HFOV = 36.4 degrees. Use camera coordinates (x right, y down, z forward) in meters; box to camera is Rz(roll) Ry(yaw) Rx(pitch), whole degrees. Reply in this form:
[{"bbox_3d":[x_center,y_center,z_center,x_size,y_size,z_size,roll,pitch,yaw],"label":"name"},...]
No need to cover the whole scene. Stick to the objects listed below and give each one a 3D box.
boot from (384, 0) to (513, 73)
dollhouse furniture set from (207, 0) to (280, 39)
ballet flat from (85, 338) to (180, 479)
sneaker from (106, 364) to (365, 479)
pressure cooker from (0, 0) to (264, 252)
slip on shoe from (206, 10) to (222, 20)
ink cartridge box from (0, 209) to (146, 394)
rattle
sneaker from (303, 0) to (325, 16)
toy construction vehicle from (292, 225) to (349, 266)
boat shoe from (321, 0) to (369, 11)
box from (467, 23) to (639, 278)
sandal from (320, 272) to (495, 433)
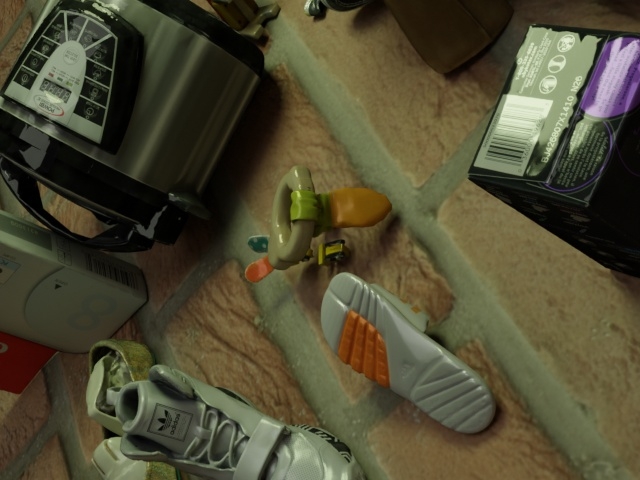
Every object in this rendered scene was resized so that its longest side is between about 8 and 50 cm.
[{"bbox_3d":[0.164,-0.371,1.227,0.236,0.269,0.089,-33,40,21],"label":"boot"},{"bbox_3d":[-0.198,-0.541,1.633,0.152,0.374,0.201,15,64,46],"label":"dollhouse furniture set"},{"bbox_3d":[-0.296,0.293,1.473,0.123,0.123,0.349,-40,46,25],"label":"ballet flat"},{"bbox_3d":[-0.122,0.264,1.233,0.365,0.210,0.137,17,83,49],"label":"sneaker"},{"bbox_3d":[-0.324,-0.195,1.574,0.420,0.375,0.370,-62,26,2],"label":"pressure cooker"},{"bbox_3d":[-0.206,-0.392,1.790,0.051,0.041,0.135,-51,42,14],"label":"slip on shoe"},{"bbox_3d":[-0.533,0.140,1.650,0.385,0.308,0.091,-45,44,21],"label":"ink cartridge box"},{"bbox_3d":[-0.012,-0.010,1.357,0.130,0.142,0.200,59,144,32],"label":"rattle"},{"bbox_3d":[0.004,-0.402,1.592,0.035,0.031,0.083,21,90,36],"label":"sneaker"},{"bbox_3d":[0.000,0.000,1.383,0.098,0.035,0.086,-17,60,31],"label":"toy construction vehicle"},{"bbox_3d":[0.130,-0.429,1.400,0.335,0.121,0.119,-34,46,28],"label":"boat shoe"},{"bbox_3d":[0.294,-0.071,0.929,0.143,0.270,0.165,21,85,49],"label":"box"},{"bbox_3d":[0.109,0.137,1.175,0.265,0.076,0.102,38,114,28],"label":"sandal"}]
